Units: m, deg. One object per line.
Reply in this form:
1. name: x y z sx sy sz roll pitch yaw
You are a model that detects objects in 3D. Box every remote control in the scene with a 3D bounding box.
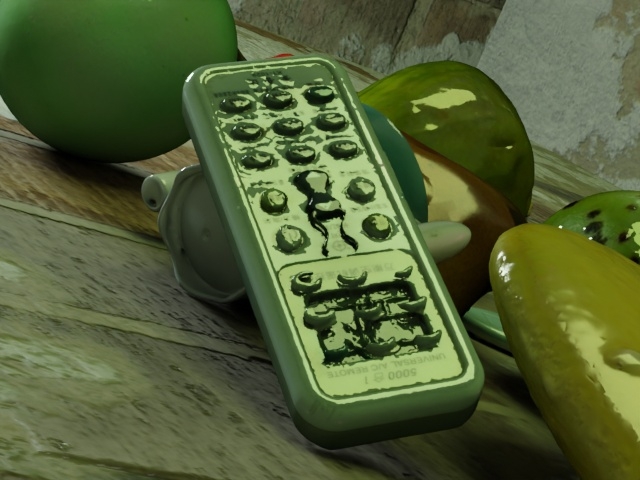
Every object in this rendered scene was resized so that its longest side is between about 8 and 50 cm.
1. remote control: 0.000 0.000 1.201 0.128 0.065 0.335 -6 48 -18

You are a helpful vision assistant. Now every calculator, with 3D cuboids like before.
1. calculator: 0.200 0.097 1.664 0.153 0.021 0.095 18 11 -10

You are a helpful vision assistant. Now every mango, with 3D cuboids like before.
1. mango: 0.059 -0.022 1.600 0.287 0.152 0.201 32 4 32

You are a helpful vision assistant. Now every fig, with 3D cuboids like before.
1. fig: 0.088 -0.051 1.836 0.233 0.314 0.233 34 -31 23

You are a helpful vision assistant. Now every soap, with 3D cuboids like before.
1. soap: 0.259 0.148 1.181 0.306 0.115 0.427 21 28 -37

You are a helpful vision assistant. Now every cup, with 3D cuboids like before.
1. cup: -0.029 -0.017 1.369 0.300 0.167 0.173 12 18 40

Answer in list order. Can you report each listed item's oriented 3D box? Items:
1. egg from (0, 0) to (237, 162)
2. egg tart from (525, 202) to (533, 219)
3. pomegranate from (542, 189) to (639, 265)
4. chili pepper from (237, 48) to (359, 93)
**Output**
1. egg: -0.195 -0.183 1.655 0.220 0.220 0.270 27 12 18
2. egg tart: 0.177 -0.052 2.245 0.191 0.074 0.191 22 10 -4
3. pomegranate: 0.302 0.032 1.483 0.231 0.286 0.231 43 5 -5
4. chili pepper: -0.041 -0.155 2.125 0.338 0.131 0.134 18 36 -49
